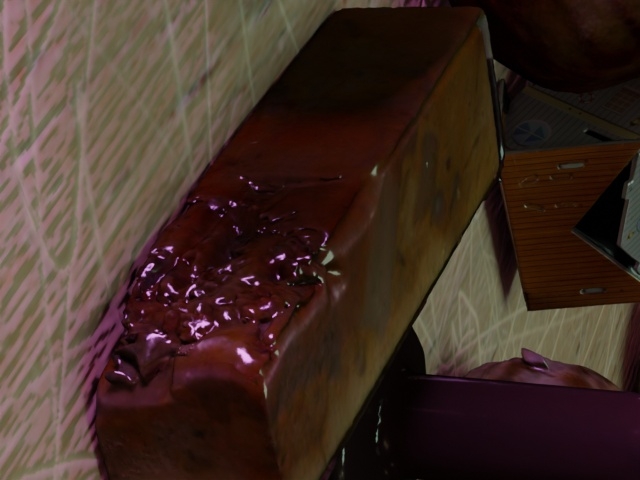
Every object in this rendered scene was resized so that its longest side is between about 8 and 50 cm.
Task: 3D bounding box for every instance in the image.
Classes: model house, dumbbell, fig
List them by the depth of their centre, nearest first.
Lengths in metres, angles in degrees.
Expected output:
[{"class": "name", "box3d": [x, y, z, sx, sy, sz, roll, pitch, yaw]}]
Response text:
[{"class": "dumbbell", "box3d": [0.104, 0.100, 0.903, 0.140, 0.225, 0.124, 61, 38, -55]}, {"class": "fig", "box3d": [0.148, -0.253, 1.043, 0.217, 0.217, 0.320, -8, 80, -67]}, {"class": "model house", "box3d": [0.186, -0.047, 1.196, 0.136, 0.207, 0.219, -42, 140, -21]}]

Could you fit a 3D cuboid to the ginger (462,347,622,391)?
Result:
[{"class": "ginger", "box3d": [0.137, 0.273, 1.117, 0.256, 0.176, 0.375, 43, 55, -41]}]

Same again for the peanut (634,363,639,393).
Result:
[{"class": "peanut", "box3d": [0.360, 0.230, 1.648, 0.192, 0.170, 0.387, 14, 78, -63]}]

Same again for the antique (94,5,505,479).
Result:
[{"class": "antique", "box3d": [0.000, 0.000, 0.813, 0.310, 0.087, 0.093, -56, 142, -50]}]
